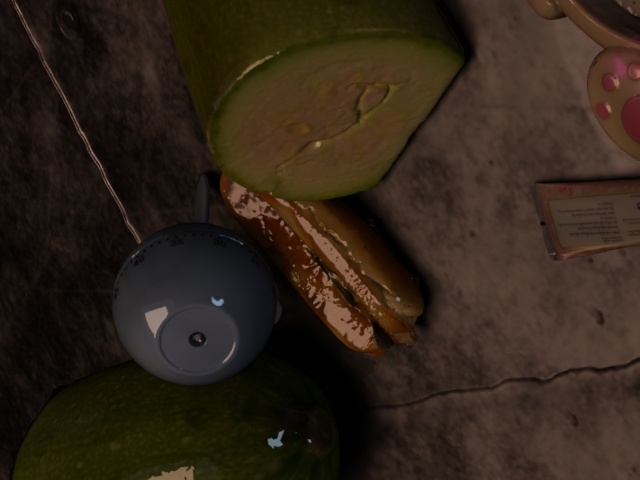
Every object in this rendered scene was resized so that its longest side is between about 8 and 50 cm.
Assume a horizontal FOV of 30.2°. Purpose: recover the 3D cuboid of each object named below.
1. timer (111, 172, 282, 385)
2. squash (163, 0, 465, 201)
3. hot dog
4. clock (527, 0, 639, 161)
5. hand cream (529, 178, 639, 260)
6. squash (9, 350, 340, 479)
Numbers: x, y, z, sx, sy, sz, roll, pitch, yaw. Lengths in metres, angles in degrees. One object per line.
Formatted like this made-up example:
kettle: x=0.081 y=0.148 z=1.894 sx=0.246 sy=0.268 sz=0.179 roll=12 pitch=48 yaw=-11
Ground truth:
timer: x=-0.109 y=0.046 z=1.189 sx=0.175 sy=0.255 sz=0.175 roll=5 pitch=109 yaw=14
squash: x=-0.040 y=-0.226 z=1.057 sx=0.233 sy=0.210 sz=0.308 roll=122 pitch=141 yaw=-49
hot dog: x=0.000 y=0.000 z=1.138 sx=0.269 sy=0.072 sz=0.109 roll=51 pitch=138 yaw=11
clock: x=0.227 y=-0.229 z=0.718 sx=0.309 sy=0.114 sz=0.284 roll=56 pitch=143 yaw=8
hand cream: x=0.240 y=-0.020 z=0.888 sx=0.210 sy=0.043 sz=0.067 roll=-5 pitch=106 yaw=55
squash: x=-0.132 y=0.234 z=1.247 sx=0.310 sy=0.310 sz=0.309 roll=58 pitch=139 yaw=5
